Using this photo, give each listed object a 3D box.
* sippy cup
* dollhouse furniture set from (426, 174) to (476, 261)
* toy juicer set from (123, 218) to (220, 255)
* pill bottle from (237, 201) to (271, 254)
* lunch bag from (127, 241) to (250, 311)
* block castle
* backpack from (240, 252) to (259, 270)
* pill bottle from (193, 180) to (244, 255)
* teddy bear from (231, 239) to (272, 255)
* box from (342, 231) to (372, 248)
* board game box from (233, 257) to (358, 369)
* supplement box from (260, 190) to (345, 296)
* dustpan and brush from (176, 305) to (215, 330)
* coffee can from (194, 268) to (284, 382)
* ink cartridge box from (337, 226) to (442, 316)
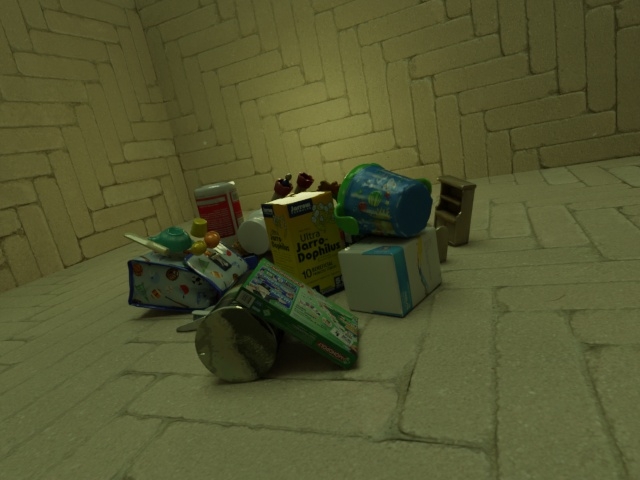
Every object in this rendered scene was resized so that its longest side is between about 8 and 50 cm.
[{"bbox_3d":[0.207,-0.110,1.269,0.224,0.240,0.305,21,77,51],"label":"sippy cup"},{"bbox_3d":[0.398,-0.101,1.662,0.394,0.256,0.362,-9,23,-18],"label":"dollhouse furniture set"},{"bbox_3d":[-0.535,0.017,1.566,0.209,0.089,0.329,33,32,33],"label":"toy juicer set"},{"bbox_3d":[-0.246,-0.073,2.058,0.210,0.210,0.363,-6,18,24],"label":"pill bottle"},{"bbox_3d":[-0.516,0.136,1.679,0.386,0.238,0.328,8,17,10],"label":"lunch bag"},{"bbox_3d":[0.014,-0.153,1.971,0.453,0.212,0.303,35,29,13],"label":"block castle"},{"bbox_3d":[-0.327,0.110,1.876,0.098,0.101,0.120,-10,8,-6],"label":"backpack"},{"bbox_3d":[-0.543,-0.111,2.300,0.229,0.407,0.229,-11,13,2],"label":"pill bottle"},{"bbox_3d":[-0.302,0.024,2.223,0.245,0.113,0.338,15,23,23],"label":"teddy bear"},{"bbox_3d":[0.179,0.039,1.459,0.183,0.232,0.059,-21,19,-31],"label":"box"},{"bbox_3d":[-0.047,0.176,1.055,0.317,0.046,0.213,33,15,-3],"label":"board game box"},{"bbox_3d":[-0.053,0.018,1.478,0.194,0.356,0.195,-20,15,-29],"label":"supplement box"},{"bbox_3d":[-0.379,0.254,1.414,0.211,0.060,0.147,-5,15,27],"label":"dustpan and brush"},{"bbox_3d":[-0.189,0.216,1.114,0.202,0.201,0.275,-10,14,8],"label":"coffee can"},{"bbox_3d":[0.227,0.085,1.304,0.198,0.197,0.270,0,18,42],"label":"ink cartridge box"}]
